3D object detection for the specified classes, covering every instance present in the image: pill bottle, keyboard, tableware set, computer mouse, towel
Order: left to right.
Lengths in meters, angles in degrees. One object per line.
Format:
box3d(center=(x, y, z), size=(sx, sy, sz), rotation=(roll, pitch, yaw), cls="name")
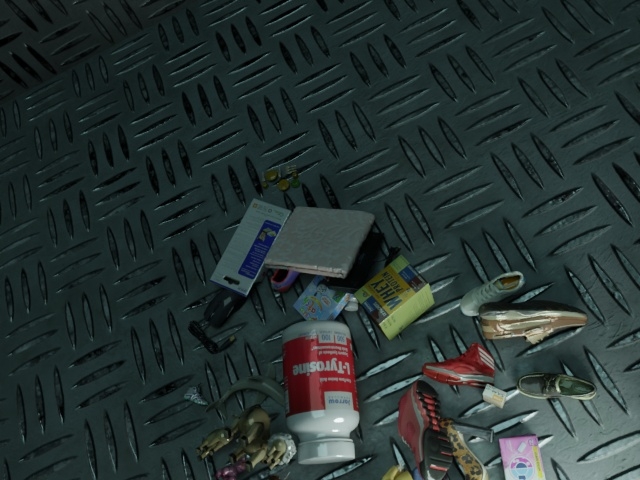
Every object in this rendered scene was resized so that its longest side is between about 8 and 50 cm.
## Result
box3d(center=(-0.353, 0.279, 2.113), size=(0.262, 0.060, 0.184), rotation=(-42, 61, -5), cls="computer mouse")
box3d(center=(-0.158, -0.240, 2.320), size=(0.154, 0.024, 0.104), rotation=(-11, 67, 10), cls="tableware set")
box3d(center=(0.000, 0.473, 1.821), size=(0.228, 0.229, 0.408), rotation=(-11, 63, 11), cls="pill bottle")
box3d(center=(0.000, 0.000, 2.065), size=(0.316, 0.054, 0.332), rotation=(6, 41, 22), cls="towel")
box3d(center=(0.108, 0.182, 2.018), size=(0.065, 0.065, 0.117), rotation=(-5, 65, 15), cls="pill bottle")
box3d(center=(0.160, 0.074, 1.994), size=(0.201, 0.033, 0.317), rotation=(5, 40, 22), cls="keyboard")

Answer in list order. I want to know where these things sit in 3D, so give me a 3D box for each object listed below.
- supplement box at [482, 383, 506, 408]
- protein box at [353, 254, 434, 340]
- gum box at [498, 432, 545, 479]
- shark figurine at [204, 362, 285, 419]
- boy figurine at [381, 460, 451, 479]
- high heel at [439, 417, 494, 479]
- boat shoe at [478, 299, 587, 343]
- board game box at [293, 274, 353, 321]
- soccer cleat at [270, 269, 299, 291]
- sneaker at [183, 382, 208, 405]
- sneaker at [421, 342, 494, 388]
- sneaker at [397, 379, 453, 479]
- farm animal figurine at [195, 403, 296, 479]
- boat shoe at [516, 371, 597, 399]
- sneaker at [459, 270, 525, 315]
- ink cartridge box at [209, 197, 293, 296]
box3d(center=(0.521, 0.466, 1.743), size=(0.062, 0.098, 0.036), rotation=(22, 73, 24), cls="supplement box")
box3d(center=(0.243, 0.189, 1.897), size=(0.201, 0.200, 0.136), rotation=(-39, 61, -3), cls="protein box")
box3d(center=(0.576, 0.649, 1.661), size=(0.107, 0.062, 0.189), rotation=(-10, 64, 12), cls="gum box")
box3d(center=(-0.248, 0.491, 1.955), size=(0.278, 0.116, 0.166), rotation=(-12, 62, 9), cls="shark figurine")
box3d(center=(0.246, 0.747, 1.699), size=(0.285, 0.092, 0.177), rotation=(-31, 61, 2), cls="boy figurine")
box3d(center=(0.395, 0.659, 1.704), size=(0.186, 0.093, 0.262), rotation=(5, 65, 26), cls="high heel")
box3d(center=(0.653, 0.254, 1.807), size=(0.324, 0.123, 0.117), rotation=(-1, 99, 7), cls="boat shoe")
box3d(center=(0.018, 0.192, 2.011), size=(0.212, 0.039, 0.160), rotation=(-53, 48, 4), cls="board game box")
box3d(center=(-0.093, 0.075, 2.110), size=(0.083, 0.095, 0.248), rotation=(29, 77, 26), cls="soccer cleat")
box3d(center=(-0.424, 0.531, 2.029), size=(0.098, 0.038, 0.069), rotation=(13, 71, 21), cls="sneaker")
box3d(center=(0.435, 0.382, 1.829), size=(0.221, 0.087, 0.128), rotation=(11, 60, 8), cls="sneaker")
box3d(center=(0.296, 0.577, 1.725), size=(0.136, 0.115, 0.314), rotation=(-46, 28, 34), cls="sneaker")
box3d(center=(-0.218, 0.636, 1.822), size=(0.330, 0.327, 0.172), rotation=(27, 37, 23), cls="farm animal figurine")
box3d(center=(0.697, 0.425, 1.723), size=(0.223, 0.073, 0.080), rotation=(2, 66, 17), cls="boat shoe")
box3d(center=(0.550, 0.164, 1.879), size=(0.228, 0.092, 0.088), rotation=(-29, 63, 3), cls="sneaker")
box3d(center=(-0.255, 0.028, 2.198), size=(0.175, 0.069, 0.371), rotation=(19, 70, 23), cls="ink cartridge box")
